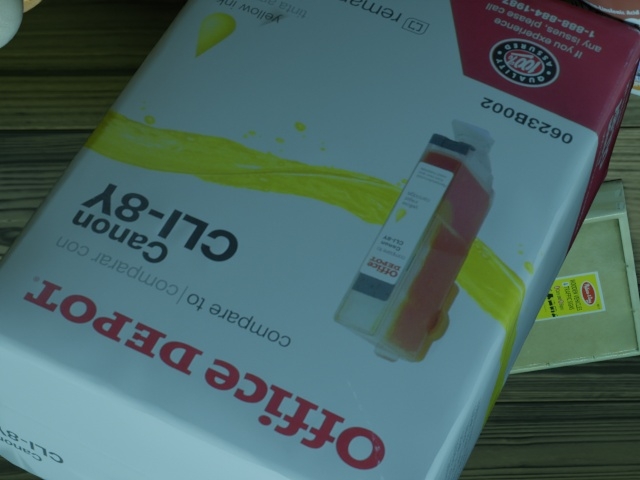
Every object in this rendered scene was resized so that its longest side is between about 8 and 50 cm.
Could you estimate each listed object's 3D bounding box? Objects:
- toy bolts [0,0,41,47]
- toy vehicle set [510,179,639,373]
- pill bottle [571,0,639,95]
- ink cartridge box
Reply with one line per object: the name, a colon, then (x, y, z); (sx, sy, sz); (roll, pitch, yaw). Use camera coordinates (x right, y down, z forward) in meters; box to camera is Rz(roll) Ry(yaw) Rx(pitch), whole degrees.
toy bolts: (-0.239, -0.225, 0.833); (0.228, 0.158, 0.218); (14, 144, -23)
toy vehicle set: (0.214, 0.044, 1.389); (0.166, 0.035, 0.267); (-9, 146, 10)
pill bottle: (0.209, -0.197, 0.940); (0.121, 0.121, 0.216); (-14, 145, 17)
ink cartridge box: (0.000, 0.000, 0.918); (0.279, 0.385, 0.160); (23, 149, 12)
